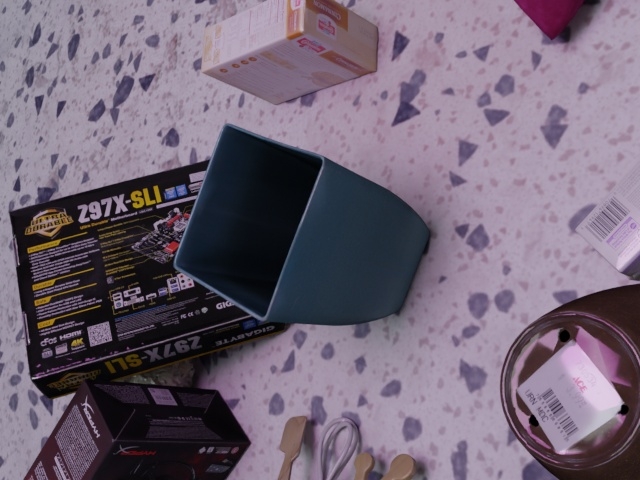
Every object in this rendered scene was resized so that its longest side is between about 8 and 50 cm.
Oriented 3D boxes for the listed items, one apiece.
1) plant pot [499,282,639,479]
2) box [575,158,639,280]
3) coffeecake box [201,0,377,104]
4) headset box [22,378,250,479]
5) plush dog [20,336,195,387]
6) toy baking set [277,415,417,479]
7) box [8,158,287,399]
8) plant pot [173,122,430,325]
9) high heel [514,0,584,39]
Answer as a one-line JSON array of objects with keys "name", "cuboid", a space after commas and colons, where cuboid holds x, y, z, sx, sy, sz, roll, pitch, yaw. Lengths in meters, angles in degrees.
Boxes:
[{"name": "plant pot", "cuboid": [0.243, 0.123, 0.620, 0.215, 0.230, 0.215, -13, 71, 40]}, {"name": "box", "cuboid": [0.360, -0.102, 0.688, 0.324, 0.063, 0.067, -53, 51, 20]}, {"name": "coffeecake box", "cuboid": [-0.041, -0.250, 1.046, 0.185, 0.142, 0.068, -9, 73, 41]}, {"name": "headset box", "cuboid": [-0.266, 0.331, 1.047, 0.293, 0.218, 0.110, -56, 49, 16]}, {"name": "plush dog", "cuboid": [-0.291, 0.094, 1.176, 0.262, 0.210, 0.225, 8, 61, 44]}, {"name": "toy baking set", "cuboid": [0.012, 0.301, 0.883, 0.256, 0.030, 0.197, 19, 69, 50]}, {"name": "box", "cuboid": [-0.232, 0.040, 1.060, 0.322, 0.079, 0.257, -16, 59, -8]}, {"name": "plant pot", "cuboid": [0.000, 0.000, 0.877, 0.165, 0.234, 0.165, 25, 95, 44]}, {"name": "high heel", "cuboid": [0.149, -0.351, 0.916, 0.377, 0.127, 0.181, 29, 105, 47]}]
